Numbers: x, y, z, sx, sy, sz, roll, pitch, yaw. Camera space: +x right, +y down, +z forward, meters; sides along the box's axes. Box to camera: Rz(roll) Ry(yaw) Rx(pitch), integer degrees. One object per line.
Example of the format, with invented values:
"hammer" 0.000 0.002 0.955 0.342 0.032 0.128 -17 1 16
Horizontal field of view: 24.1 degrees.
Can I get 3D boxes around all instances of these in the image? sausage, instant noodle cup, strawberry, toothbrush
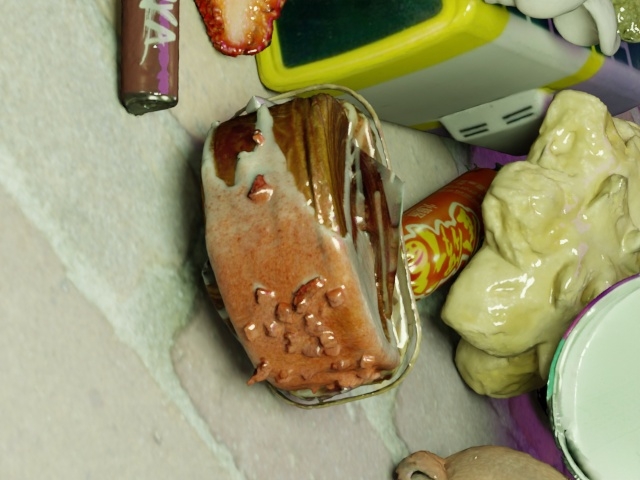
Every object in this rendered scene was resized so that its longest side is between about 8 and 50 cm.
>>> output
"sausage" 0.099 0.000 1.288 0.264 0.083 0.083 -32 103 -60
"instant noodle cup" 0.304 0.138 1.171 0.190 0.251 0.251 26 53 -52
"strawberry" -0.066 -0.213 1.120 0.104 0.048 0.152 3 94 -39
"toothbrush" -0.116 -0.265 1.027 0.041 0.041 0.364 16 70 -57

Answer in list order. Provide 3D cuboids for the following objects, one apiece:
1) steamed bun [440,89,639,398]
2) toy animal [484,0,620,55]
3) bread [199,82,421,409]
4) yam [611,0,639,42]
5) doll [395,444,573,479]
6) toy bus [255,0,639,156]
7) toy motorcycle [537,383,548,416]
"steamed bun" 0.226 0.020 1.300 0.292 0.137 0.295 -24 136 -48
"toy animal" 0.164 -0.199 1.101 0.104 0.131 0.221 53 -6 24
"bread" 0.000 0.000 1.033 0.212 0.142 0.224 21 56 -76
"yam" 0.300 -0.262 1.320 0.106 0.106 0.259 62 31 -18
"doll" 0.180 0.264 1.236 0.156 0.201 0.303 -59 151 1
"toy bus" 0.129 -0.216 1.312 0.440 0.209 0.249 7 70 -59
"toy motorcycle" 0.352 0.169 1.516 0.298 0.171 0.089 35 4 -23
